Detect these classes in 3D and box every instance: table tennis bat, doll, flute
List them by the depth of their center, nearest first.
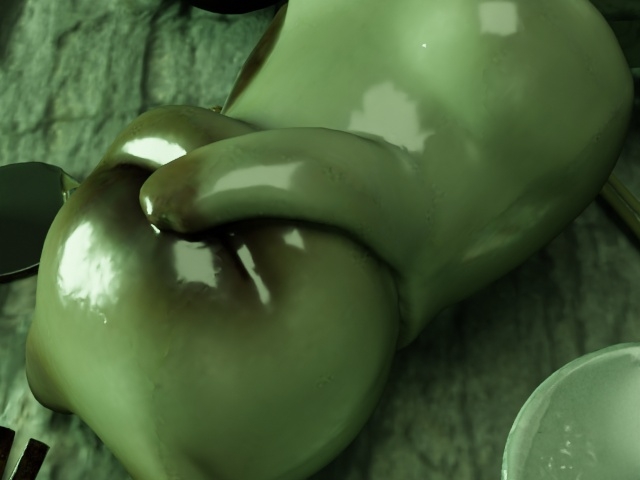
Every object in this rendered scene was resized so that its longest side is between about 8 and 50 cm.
[{"bbox_3d":[0.008,-0.026,0.631,0.370,0.226,0.215,-40,58,-22],"label":"doll"},{"bbox_3d":[0.199,-0.012,0.729,0.027,0.027,0.233,-25,55,-13],"label":"flute"},{"bbox_3d":[-0.185,-0.020,0.778,0.158,0.014,0.095,-15,53,-3],"label":"table tennis bat"}]

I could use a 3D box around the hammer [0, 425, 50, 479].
[{"bbox_3d":[-0.218,0.069,0.670,0.137,0.037,0.290,-35,45,22],"label":"hammer"}]

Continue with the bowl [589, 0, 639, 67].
[{"bbox_3d":[0.207,-0.230,0.755,0.307,0.163,0.307,-9,52,11],"label":"bowl"}]

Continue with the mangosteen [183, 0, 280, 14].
[{"bbox_3d":[-0.069,-0.241,0.864,0.152,0.152,0.153,-3,53,3],"label":"mangosteen"}]

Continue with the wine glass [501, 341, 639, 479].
[{"bbox_3d":[0.143,0.145,0.513,0.164,0.196,0.165,-2,51,3],"label":"wine glass"}]

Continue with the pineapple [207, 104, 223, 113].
[{"bbox_3d":[-0.106,-0.014,0.736,0.074,0.074,0.159,37,70,28],"label":"pineapple"}]
